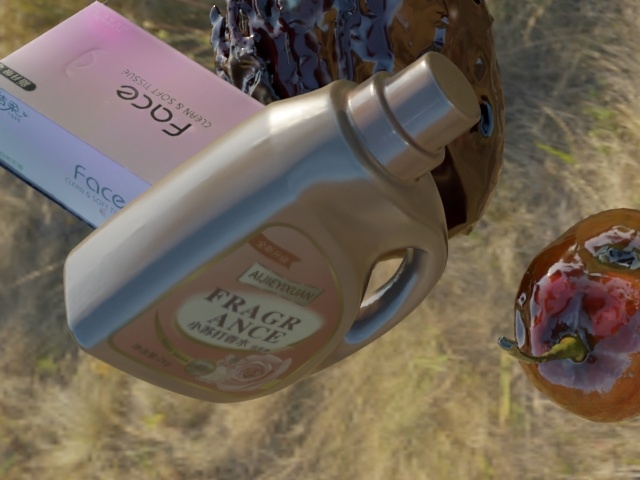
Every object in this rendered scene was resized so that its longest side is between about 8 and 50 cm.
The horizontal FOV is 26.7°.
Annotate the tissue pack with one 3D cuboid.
[{"bbox_3d":[-0.137,-0.078,1.091,0.246,0.148,0.092,32,136,14],"label":"tissue pack"}]

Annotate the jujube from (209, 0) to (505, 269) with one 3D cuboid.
[{"bbox_3d":[0.034,-0.144,1.213,0.258,0.258,0.377,15,121,44],"label":"jujube"}]

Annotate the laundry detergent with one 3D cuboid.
[{"bbox_3d":[0.000,0.000,0.697,0.237,0.171,0.076,-33,50,27],"label":"laundry detergent"}]

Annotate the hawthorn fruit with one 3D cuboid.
[{"bbox_3d":[0.202,0.076,1.020,0.165,0.285,0.165,9,109,28],"label":"hawthorn fruit"}]
